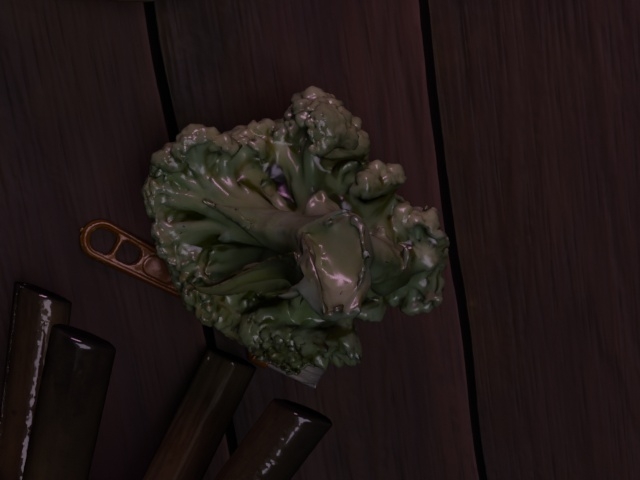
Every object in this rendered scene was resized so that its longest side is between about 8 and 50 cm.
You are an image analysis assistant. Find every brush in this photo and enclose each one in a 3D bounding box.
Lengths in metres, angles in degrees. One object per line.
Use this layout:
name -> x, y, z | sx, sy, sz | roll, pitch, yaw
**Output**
brush -> -0.113, 0.058, 1.348 | 0.314, 0.017, 0.090 | 29, 92, -21

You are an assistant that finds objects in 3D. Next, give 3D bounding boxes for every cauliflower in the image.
cauliflower -> -0.004, -0.015, 1.234 | 0.327, 0.281, 0.260 | 17, 69, -24

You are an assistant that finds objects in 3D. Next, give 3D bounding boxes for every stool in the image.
stool -> -0.176, 0.205, 1.208 | 0.310, 0.310, 0.226 | 23, 90, -23
